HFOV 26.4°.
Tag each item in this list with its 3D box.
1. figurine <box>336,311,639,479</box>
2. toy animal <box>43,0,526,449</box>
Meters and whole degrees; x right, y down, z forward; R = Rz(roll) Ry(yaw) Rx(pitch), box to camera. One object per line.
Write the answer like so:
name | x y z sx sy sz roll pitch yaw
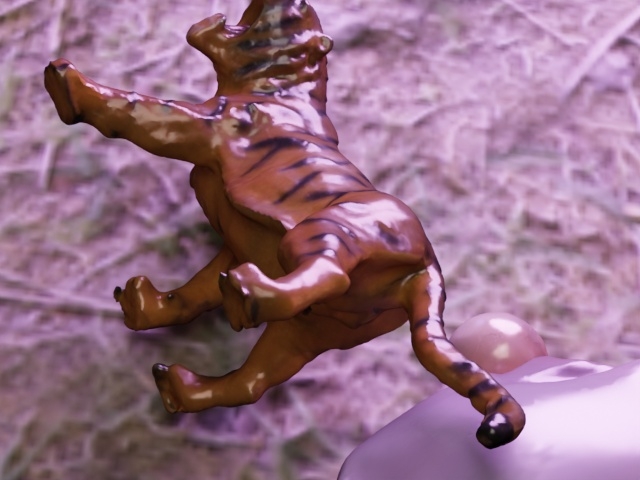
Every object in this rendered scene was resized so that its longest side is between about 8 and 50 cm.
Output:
figurine | 0.116 0.087 0.434 0.275 0.133 0.200 -22 61 -18
toy animal | 0.000 0.006 0.458 0.116 0.114 0.255 -20 37 -19
